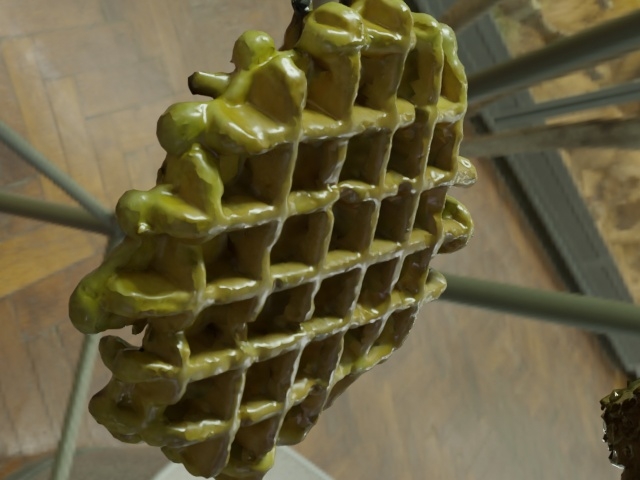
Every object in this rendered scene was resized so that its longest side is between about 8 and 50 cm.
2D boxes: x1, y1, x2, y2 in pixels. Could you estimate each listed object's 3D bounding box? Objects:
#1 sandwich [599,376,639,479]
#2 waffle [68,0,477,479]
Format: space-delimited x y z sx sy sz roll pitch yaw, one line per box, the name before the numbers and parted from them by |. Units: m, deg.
sandwich | 0.273 0.013 0.368 0.301 0.271 0.099 115 -43 -61
waffle | -0.007 0.008 0.619 0.329 0.062 0.329 -35 138 -39
